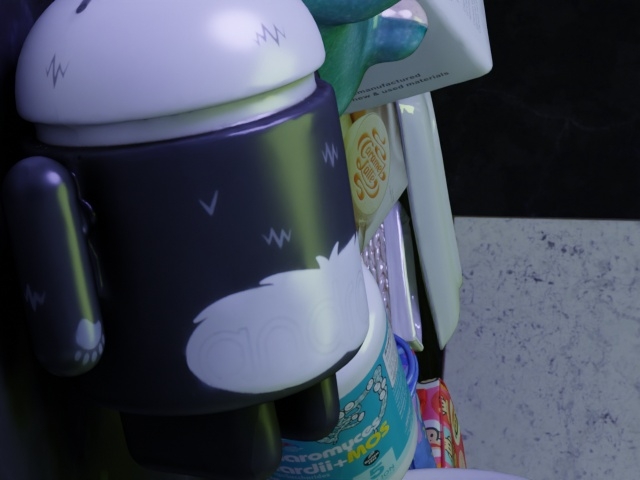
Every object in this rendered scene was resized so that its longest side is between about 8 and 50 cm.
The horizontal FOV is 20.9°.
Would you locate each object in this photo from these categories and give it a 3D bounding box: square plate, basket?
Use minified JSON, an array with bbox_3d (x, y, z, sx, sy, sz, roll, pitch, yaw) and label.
[{"bbox_3d":[0.118,-0.103,2.085,0.347,0.049,0.344,-95,173,-57],"label":"square plate"},{"bbox_3d":[0.056,0.047,2.002,0.113,0.103,0.167,47,35,-77],"label":"basket"}]

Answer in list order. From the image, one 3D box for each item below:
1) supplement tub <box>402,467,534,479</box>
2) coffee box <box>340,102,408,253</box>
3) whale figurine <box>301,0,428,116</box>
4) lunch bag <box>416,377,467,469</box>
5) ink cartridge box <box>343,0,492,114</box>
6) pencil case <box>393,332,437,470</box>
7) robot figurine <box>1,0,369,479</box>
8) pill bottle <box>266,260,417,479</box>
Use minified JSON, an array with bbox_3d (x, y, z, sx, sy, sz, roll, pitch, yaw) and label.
[{"bbox_3d":[0.131,0.400,1.698,0.228,0.228,0.316,-45,137,-80],"label":"supplement tub"},{"bbox_3d":[-0.007,-0.118,1.569,0.141,0.098,0.247,-55,142,-45],"label":"coffee box"},{"bbox_3d":[-0.034,-0.125,1.083,0.272,0.216,0.141,172,-76,-68],"label":"whale figurine"},{"bbox_3d":[0.132,0.325,2.242,0.293,0.120,0.258,-86,166,-53],"label":"lunch bag"},{"bbox_3d":[-0.022,-0.303,1.272,0.384,0.160,0.279,43,39,-57],"label":"ink cartridge box"},{"bbox_3d":[0.068,0.236,1.851,0.133,0.119,0.306,49,-21,49],"label":"pencil case"},{"bbox_3d":[-0.069,-0.013,0.935,0.209,0.173,0.278,-108,-172,-74],"label":"robot figurine"},{"bbox_3d":[-0.015,0.093,1.305,0.264,0.146,0.146,71,15,-54],"label":"pill bottle"}]
